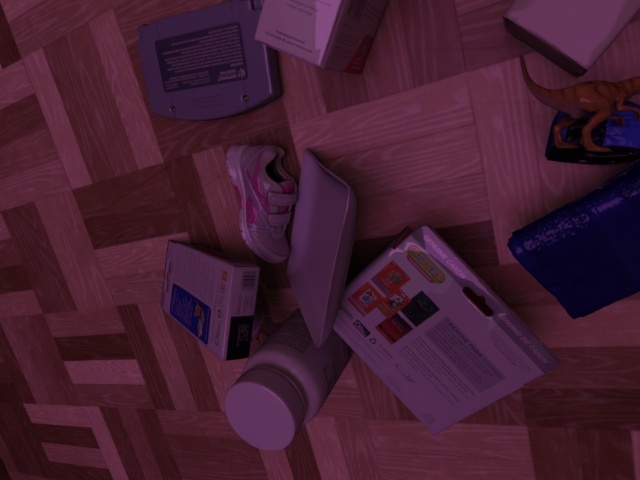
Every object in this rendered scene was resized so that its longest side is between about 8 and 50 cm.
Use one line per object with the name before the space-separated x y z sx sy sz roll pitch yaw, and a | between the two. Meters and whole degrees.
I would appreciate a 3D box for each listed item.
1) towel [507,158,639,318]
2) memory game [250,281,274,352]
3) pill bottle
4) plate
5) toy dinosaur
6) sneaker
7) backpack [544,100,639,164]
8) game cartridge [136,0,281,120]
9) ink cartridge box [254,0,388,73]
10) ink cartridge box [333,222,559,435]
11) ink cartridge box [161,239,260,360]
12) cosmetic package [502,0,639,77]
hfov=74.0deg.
towel | 0.452 -0.020 0.605 0.308 0.076 0.227 -35 124 29
memory game | -0.155 0.161 0.946 0.186 0.012 0.186 8 100 50
pill bottle | -0.050 0.249 0.820 0.160 0.283 0.161 7 109 21
plate | 0.000 0.000 0.759 0.045 0.278 0.278 4 112 -18
toy dinosaur | 0.320 -0.169 0.526 0.211 0.064 0.112 -4 110 -8
sneaker | -0.100 -0.075 0.837 0.111 0.103 0.253 -8 104 27
backpack | 0.395 -0.159 0.597 0.120 0.098 0.101 12 98 21
game cartridge | -0.219 -0.339 0.830 0.297 0.062 0.198 1 112 23
ink cartridge box | 0.037 -0.402 0.609 0.117 0.207 0.283 27 115 11
ink cartridge box | 0.204 0.142 0.761 0.309 0.130 0.272 47 120 3
ink cartridge box | -0.252 0.108 0.909 0.370 0.069 0.176 12 96 50
cosmetic package | 0.372 -0.367 0.509 0.129 0.153 0.296 38 116 9
